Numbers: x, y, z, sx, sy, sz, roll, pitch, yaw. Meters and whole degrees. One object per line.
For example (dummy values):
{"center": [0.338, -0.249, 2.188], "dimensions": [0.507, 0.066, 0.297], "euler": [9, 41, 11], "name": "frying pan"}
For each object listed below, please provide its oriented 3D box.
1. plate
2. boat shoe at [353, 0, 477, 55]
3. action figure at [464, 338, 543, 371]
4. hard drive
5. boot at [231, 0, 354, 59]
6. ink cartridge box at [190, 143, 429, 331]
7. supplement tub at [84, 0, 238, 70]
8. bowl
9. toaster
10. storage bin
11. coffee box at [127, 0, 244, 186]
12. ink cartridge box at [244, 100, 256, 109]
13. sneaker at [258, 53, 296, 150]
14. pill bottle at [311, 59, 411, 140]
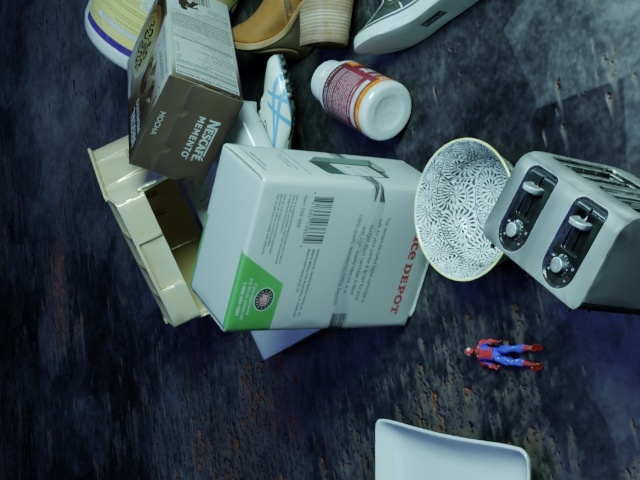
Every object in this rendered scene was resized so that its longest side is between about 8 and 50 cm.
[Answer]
{"center": [0.171, 0.380, 1.218], "dimensions": [0.278, 0.045, 0.277], "euler": [-2, 87, 54], "name": "plate"}
{"center": [0.126, -0.315, 1.273], "dimensions": [0.219, 0.077, 0.070], "euler": [-23, 71, 43], "name": "boat shoe"}
{"center": [0.220, 0.139, 1.172], "dimensions": [0.115, 0.030, 0.038], "euler": [-4, 91, 56], "name": "action figure"}
{"center": [-0.097, -0.007, 1.501], "dimensions": [0.233, 0.047, 0.353], "euler": [-35, 78, 52], "name": "hard drive"}
{"center": [-0.051, -0.400, 1.484], "dimensions": [0.283, 0.109, 0.220], "euler": [3, 91, 55], "name": "boot"}
{"center": [0.000, 0.000, 1.257], "dimensions": [0.121, 0.289, 0.211], "euler": [41, 122, 49], "name": "ink cartridge box"}
{"center": [-0.248, -0.466, 1.644], "dimensions": [0.331, 0.241, 0.241], "euler": [-58, 46, 35], "name": "supplement tub"}
{"center": [0.198, -0.037, 1.159], "dimensions": [0.170, 0.080, 0.170], "euler": [0, 90, 54], "name": "bowl"}
{"center": [0.289, -0.001, 0.968], "dimensions": [0.168, 0.185, 0.110], "euler": [49, 125, 52], "name": "toaster"}
{"center": [-0.270, -0.029, 1.612], "dimensions": [0.260, 0.123, 0.262], "euler": [-128, 15, -58], "name": "storage bin"}
{"center": [-0.215, -0.247, 1.479], "dimensions": [0.168, 0.118, 0.297], "euler": [-56, 29, 32], "name": "coffee box"}
{"center": [-0.170, -0.167, 1.655], "dimensions": [0.090, 0.092, 0.143], "euler": [-3, 87, 54], "name": "ink cartridge box"}
{"center": [-0.079, -0.173, 1.507], "dimensions": [0.085, 0.086, 0.237], "euler": [-86, -2, -73], "name": "sneaker"}
{"center": [0.053, -0.204, 1.356], "dimensions": [0.152, 0.086, 0.086], "euler": [37, 119, 47], "name": "pill bottle"}
